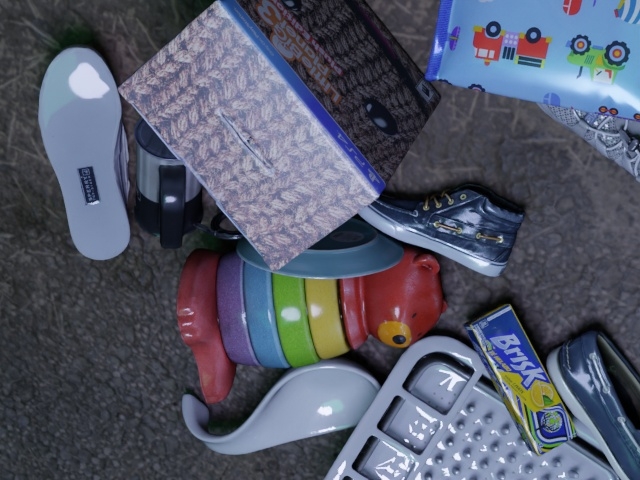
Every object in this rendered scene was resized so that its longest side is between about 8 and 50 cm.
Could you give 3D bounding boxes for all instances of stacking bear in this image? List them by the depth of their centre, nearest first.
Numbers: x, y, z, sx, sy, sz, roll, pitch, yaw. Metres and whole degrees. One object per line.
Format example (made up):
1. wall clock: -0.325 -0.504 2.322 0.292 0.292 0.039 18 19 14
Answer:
1. stacking bear: -0.001 0.072 1.445 0.288 0.164 0.175 -6 134 8

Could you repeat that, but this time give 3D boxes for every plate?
1. plate: 0.000 0.000 1.391 0.188 0.188 0.024 6 109 15

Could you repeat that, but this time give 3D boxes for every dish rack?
1. dish rack: 0.185 0.303 1.485 0.332 0.072 0.286 32 85 1

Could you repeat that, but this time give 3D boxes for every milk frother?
1. milk frother: -0.138 -0.068 1.445 0.143 0.129 0.135 -15 143 -20

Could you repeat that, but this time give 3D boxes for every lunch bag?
1. lunch bag: 0.232 -0.270 1.085 0.220 0.138 0.293 13 111 16

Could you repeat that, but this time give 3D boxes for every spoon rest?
1. spoon rest: -0.050 0.210 1.555 0.276 0.084 0.137 -17 137 27

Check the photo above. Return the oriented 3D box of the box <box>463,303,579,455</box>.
1. box: 0.228 0.158 1.431 0.054 0.059 0.169 -28 88 -4

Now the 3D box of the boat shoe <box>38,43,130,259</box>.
1. boat shoe: -0.271 -0.111 1.484 0.096 0.088 0.268 -10 119 -3

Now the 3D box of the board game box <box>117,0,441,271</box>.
1. board game box: -0.028 -0.149 1.269 0.141 0.291 0.232 -35 100 28

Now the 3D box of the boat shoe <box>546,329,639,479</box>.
1. boat shoe: 0.365 0.208 1.427 0.079 0.095 0.254 -37 90 40

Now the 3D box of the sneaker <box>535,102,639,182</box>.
1. sneaker: 0.337 -0.112 1.268 0.281 0.115 0.105 28 120 4

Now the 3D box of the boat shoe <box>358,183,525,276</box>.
1. boat shoe: 0.136 -0.033 1.407 0.183 0.065 0.083 23 111 4
